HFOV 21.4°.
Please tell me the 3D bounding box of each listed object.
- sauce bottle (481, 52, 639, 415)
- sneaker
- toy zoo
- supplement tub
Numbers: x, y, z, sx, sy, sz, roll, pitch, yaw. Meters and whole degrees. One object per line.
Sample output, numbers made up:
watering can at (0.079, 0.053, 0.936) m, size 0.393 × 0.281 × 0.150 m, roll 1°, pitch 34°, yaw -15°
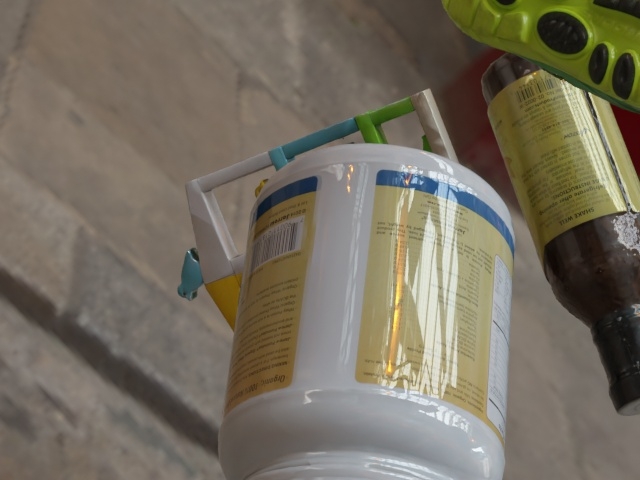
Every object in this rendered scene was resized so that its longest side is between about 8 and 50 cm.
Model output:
sauce bottle at (0.241, -0.014, 1.518) m, size 0.111 × 0.111 × 0.344 m, roll 19°, pitch 50°, yaw -55°
sneaker at (0.196, -0.158, 1.257) m, size 0.123 × 0.109 × 0.295 m, roll 27°, pitch 12°, yaw -46°
toy zoo at (0.000, 0.000, 1.568) m, size 0.192 × 0.293 × 0.030 m, roll 68°, pitch 18°, yaw -3°
supplement tub at (0.025, 0.067, 0.869) m, size 0.144 × 0.144 × 0.199 m, roll 34°, pitch 50°, yaw -37°
